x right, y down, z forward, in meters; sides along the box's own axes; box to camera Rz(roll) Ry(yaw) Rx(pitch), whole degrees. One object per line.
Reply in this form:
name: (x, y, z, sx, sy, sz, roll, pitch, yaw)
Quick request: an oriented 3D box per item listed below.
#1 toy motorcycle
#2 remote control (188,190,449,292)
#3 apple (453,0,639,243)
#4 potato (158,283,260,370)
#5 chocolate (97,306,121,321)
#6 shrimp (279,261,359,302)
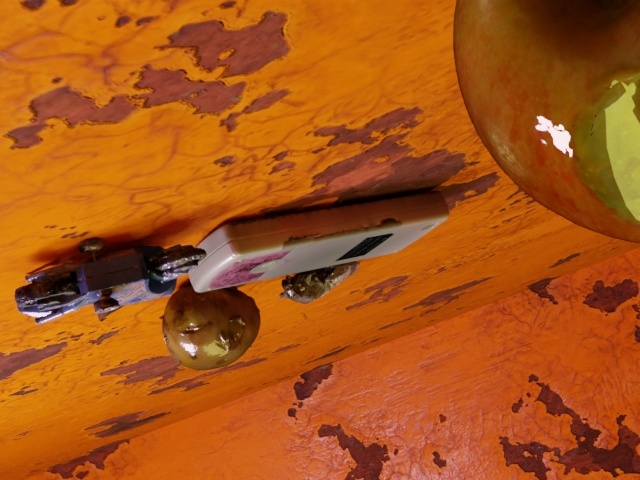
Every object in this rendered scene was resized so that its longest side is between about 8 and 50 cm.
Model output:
toy motorcycle: (-0.228, 0.042, 0.900, 0.205, 0.076, 0.114, -14, 172, -19)
remote control: (0.000, -0.001, 1.072, 0.344, 0.050, 0.145, -10, 163, -33)
apple: (0.203, -0.119, 0.491, 0.246, 0.246, 0.226, -24, 157, 19)
potato: (-0.158, 0.123, 1.191, 0.137, 0.137, 0.176, -24, 168, 18)
chocolate: (-0.249, 0.065, 1.032, 0.065, 0.031, 0.101, -32, 178, -30)
shrimp: (-0.002, 0.062, 1.328, 0.126, 0.047, 0.223, -30, 170, 12)
